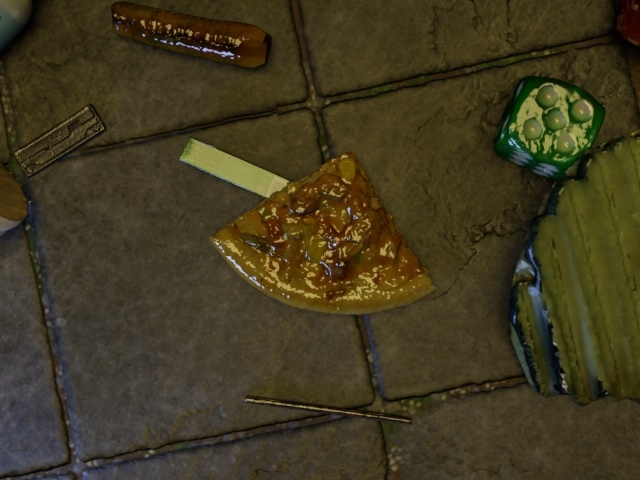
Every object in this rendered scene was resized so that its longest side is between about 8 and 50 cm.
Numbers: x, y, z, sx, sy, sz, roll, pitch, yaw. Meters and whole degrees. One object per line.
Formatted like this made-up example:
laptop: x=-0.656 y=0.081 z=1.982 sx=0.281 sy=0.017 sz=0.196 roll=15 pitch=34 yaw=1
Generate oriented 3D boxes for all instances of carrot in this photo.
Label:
carrot: x=-0.207 y=-0.329 z=1.206 sx=0.260 sy=0.070 sz=0.070 roll=14 pitch=90 yaw=5

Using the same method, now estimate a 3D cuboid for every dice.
dice: x=0.340 y=-0.168 z=1.146 sx=0.131 sy=0.128 sz=0.120 roll=24 pitch=91 yaw=2

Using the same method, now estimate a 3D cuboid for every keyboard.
keyboard: x=-0.426 y=-0.162 z=1.238 sx=0.155 sy=0.010 sz=0.053 roll=-31 pitch=87 yaw=2

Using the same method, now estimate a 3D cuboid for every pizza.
pizza: x=0.007 y=0.033 z=1.169 sx=0.258 sy=0.087 sz=0.268 roll=-33 pitch=100 yaw=4

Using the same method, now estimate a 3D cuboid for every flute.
flute: x=0.012 y=0.270 z=1.209 sx=0.270 sy=0.014 sz=0.014 roll=7 pitch=89 yaw=3

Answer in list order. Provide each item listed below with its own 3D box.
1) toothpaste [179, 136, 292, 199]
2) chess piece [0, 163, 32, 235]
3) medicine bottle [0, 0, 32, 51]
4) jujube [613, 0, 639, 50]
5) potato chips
toothpaste: x=-0.134 y=-0.112 z=1.212 sx=0.179 sy=0.037 sz=0.043 roll=24 pitch=94 yaw=3
chess piece: x=-0.611 y=-0.002 z=1.201 sx=0.301 sy=0.137 sz=0.137 roll=-35 pitch=88 yaw=14
medicine bottle: x=-0.524 y=-0.363 z=1.196 sx=0.110 sy=0.110 sz=0.352 roll=44 pitch=91 yaw=3
jujube: x=0.539 y=-0.401 z=1.132 sx=0.190 sy=0.190 sz=0.255 roll=26 pitch=107 yaw=3
potato chips: x=0.447 y=0.056 z=1.130 sx=0.359 sy=0.070 sz=0.429 roll=-19 pitch=107 yaw=-3
